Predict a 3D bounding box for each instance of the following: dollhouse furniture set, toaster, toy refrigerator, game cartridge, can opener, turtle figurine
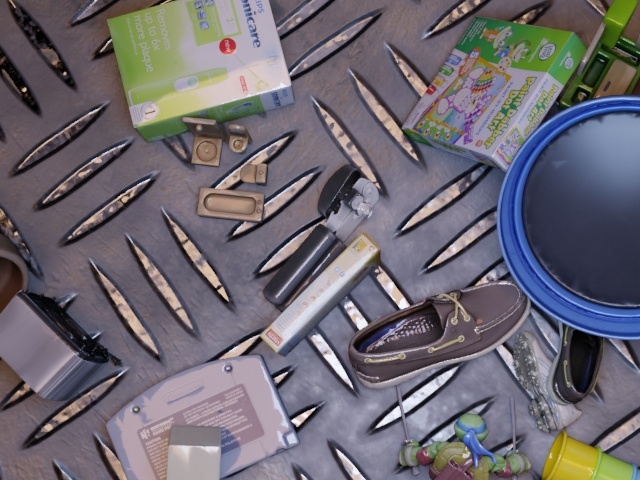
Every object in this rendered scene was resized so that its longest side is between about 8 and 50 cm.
[{"bbox_3d":[-0.168,-0.120,1.956,0.144,0.123,0.151,6,82,4],"label":"dollhouse furniture set"},{"bbox_3d":[-0.452,0.182,1.908,0.186,0.168,0.110,43,89,9],"label":"toaster"},{"bbox_3d":[0.553,-0.229,1.775,0.302,0.197,0.151,29,83,9],"label":"dollhouse furniture set"},{"bbox_3d":[-0.215,0.447,1.844,0.094,0.102,0.269,3,100,-6],"label":"toy refrigerator"},{"bbox_3d":[-0.206,0.317,1.931,0.294,0.060,0.196,-24,85,-1],"label":"game cartridge"},{"bbox_3d":[0.000,0.000,1.967,0.093,0.074,0.280,30,81,41],"label":"can opener"},{"bbox_3d":[0.236,0.389,1.873,0.198,0.275,0.266,5,102,-18],"label":"turtle figurine"}]

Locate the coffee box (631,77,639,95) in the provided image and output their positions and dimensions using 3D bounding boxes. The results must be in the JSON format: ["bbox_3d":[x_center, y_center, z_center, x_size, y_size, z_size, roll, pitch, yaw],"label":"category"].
[{"bbox_3d":[0.539,-0.146,1.925,0.168,0.119,0.297,24,83,7],"label":"coffee box"}]

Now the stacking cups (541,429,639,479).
[{"bbox_3d":[0.528,0.416,1.853,0.316,0.096,0.096,22,83,6],"label":"stacking cups"}]

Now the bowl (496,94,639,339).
[{"bbox_3d":[0.478,-0.039,1.777,0.391,0.077,0.391,5,107,17],"label":"bowl"}]

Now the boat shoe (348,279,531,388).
[{"bbox_3d":[0.200,0.144,1.898,0.325,0.096,0.116,-23,53,0],"label":"boat shoe"}]

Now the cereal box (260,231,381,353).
[{"bbox_3d":[0.003,0.095,1.891,0.240,0.173,0.047,-44,82,-4],"label":"cereal box"}]

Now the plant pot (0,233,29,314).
[{"bbox_3d":[-0.659,0.023,1.916,0.263,0.263,0.229,-34,65,-2],"label":"plant pot"}]

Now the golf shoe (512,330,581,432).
[{"bbox_3d":[0.385,0.234,1.916,0.086,0.069,0.176,-13,82,-21],"label":"golf shoe"}]

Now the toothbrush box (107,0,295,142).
[{"bbox_3d":[-0.207,-0.315,1.990,0.283,0.122,0.206,-14,81,-1],"label":"toothbrush box"}]

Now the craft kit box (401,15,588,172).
[{"bbox_3d":[0.289,-0.253,1.909,0.247,0.061,0.249,26,81,50],"label":"craft kit box"}]

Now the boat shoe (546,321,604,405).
[{"bbox_3d":[0.440,0.164,1.885,0.081,0.069,0.227,22,68,-16],"label":"boat shoe"}]
